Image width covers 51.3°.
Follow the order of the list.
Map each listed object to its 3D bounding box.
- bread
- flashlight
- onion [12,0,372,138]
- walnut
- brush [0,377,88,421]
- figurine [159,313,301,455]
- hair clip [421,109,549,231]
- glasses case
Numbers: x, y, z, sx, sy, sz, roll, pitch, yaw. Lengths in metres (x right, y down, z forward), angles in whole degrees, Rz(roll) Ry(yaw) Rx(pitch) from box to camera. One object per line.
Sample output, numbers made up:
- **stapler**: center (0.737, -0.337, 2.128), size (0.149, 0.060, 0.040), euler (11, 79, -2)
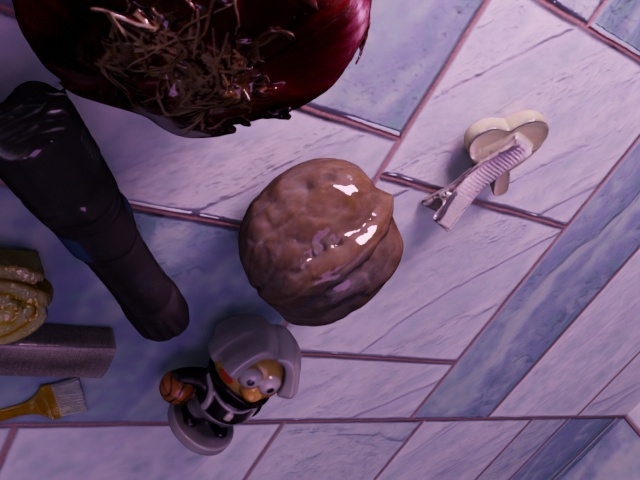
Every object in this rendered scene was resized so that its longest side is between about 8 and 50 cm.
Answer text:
- **bread**: center (-0.395, 0.069, 0.788), size (0.156, 0.064, 0.117), euler (-3, 116, -48)
- **flashlight**: center (-0.240, 0.001, 0.762), size (0.103, 0.103, 0.424), euler (-25, 147, -7)
- **onion**: center (-0.103, -0.225, 0.592), size (0.314, 0.232, 0.314), euler (-3, 161, -1)
- **walnut**: center (0.000, 0.000, 0.877), size (0.224, 0.224, 0.224), euler (-16, 135, -17)
- **brush**: center (-0.455, 0.255, 0.984), size (0.205, 0.011, 0.083), euler (-13, 135, -18)
- **figurine**: center (-0.139, 0.216, 1.042), size (0.176, 0.133, 0.236), euler (29, 117, -30)
- **hair clip**: center (0.256, -0.107, 1.012), size (0.218, 0.071, 0.159), euler (-44, 139, 21)
- **glasses case**: center (-0.388, 0.150, 0.899), size (0.205, 0.047, 0.070), euler (9, 125, -36)
